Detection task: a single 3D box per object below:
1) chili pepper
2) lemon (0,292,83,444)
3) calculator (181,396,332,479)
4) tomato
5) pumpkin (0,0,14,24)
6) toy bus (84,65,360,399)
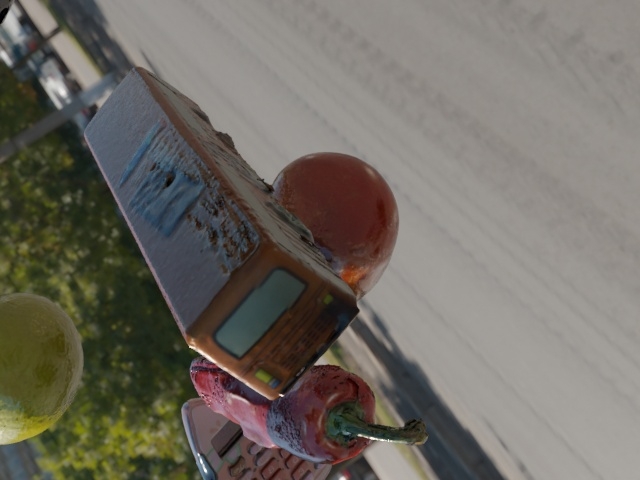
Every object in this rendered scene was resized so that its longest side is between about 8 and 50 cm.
[{"bbox_3d":[-0.037,0.183,1.214,0.387,0.110,0.110,5,132,54],"label":"chili pepper"},{"bbox_3d":[-0.393,0.157,1.374,0.184,0.184,0.248,58,-155,-16],"label":"lemon"},{"bbox_3d":[-0.084,0.293,1.563,0.048,0.220,0.330,12,138,43],"label":"calculator"},{"bbox_3d":[0.000,0.000,1.490,0.200,0.233,0.139,24,-162,3],"label":"tomato"},{"bbox_3d":[-0.247,-0.148,0.565,0.150,0.194,0.194,15,167,5],"label":"pumpkin"},{"bbox_3d":[-0.090,-0.028,0.782,0.092,0.093,0.409,36,-174,-31],"label":"toy bus"}]
